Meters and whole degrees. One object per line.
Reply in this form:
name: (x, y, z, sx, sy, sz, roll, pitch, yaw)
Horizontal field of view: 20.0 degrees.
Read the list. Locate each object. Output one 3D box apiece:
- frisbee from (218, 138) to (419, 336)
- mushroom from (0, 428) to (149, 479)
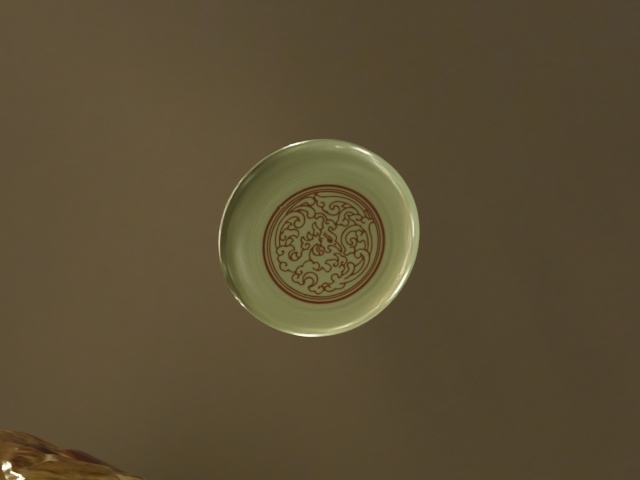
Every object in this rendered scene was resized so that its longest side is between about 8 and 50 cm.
frisbee: (0.000, 0.000, 0.967, 0.014, 0.110, 0.110, -128, -131, -69)
mushroom: (-0.138, 0.201, 1.028, 0.278, 0.278, 0.146, 40, -87, 26)
